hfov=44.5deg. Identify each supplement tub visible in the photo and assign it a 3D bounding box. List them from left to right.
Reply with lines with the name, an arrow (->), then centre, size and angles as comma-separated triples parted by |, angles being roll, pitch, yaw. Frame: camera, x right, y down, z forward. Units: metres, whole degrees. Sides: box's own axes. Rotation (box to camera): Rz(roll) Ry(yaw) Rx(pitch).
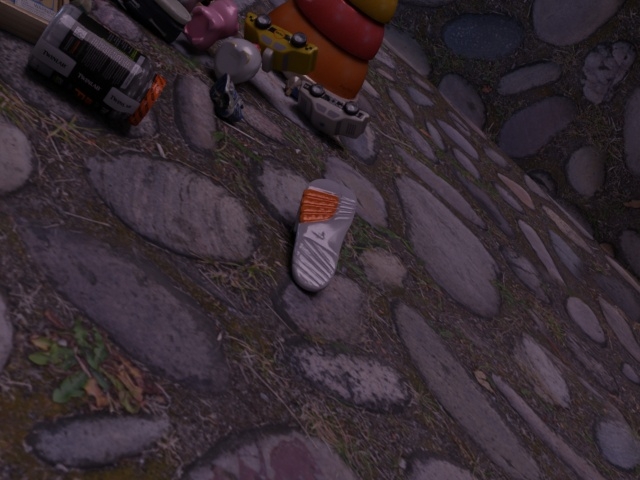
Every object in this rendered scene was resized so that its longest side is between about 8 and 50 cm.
supplement tub -> -0.347, -0.270, 1.229 | 0.190, 0.117, 0.117 | 34, 25, -19

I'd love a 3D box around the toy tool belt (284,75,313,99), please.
toy tool belt -> -0.052, -0.371, 1.962 | 0.083, 0.052, 0.051 | 22, 62, -33

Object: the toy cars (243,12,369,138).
toy cars -> -0.045, -0.364, 1.829 | 0.394, 0.176, 0.087 | 47, 61, -30

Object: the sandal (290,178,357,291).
sandal -> -0.010, -0.004, 1.380 | 0.101, 0.076, 0.265 | 24, 47, -7

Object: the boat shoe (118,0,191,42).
boat shoe -> -0.388, -0.523, 1.641 | 0.254, 0.079, 0.095 | 39, 22, -14

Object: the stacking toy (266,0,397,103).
stacking toy -> 0.090, -0.622, 2.056 | 0.350, 0.480, 0.351 | 35, 24, -19

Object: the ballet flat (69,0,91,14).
ballet flat -> -0.474, -0.487, 1.496 | 0.168, 0.057, 0.052 | 66, 5, 36

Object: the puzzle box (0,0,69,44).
puzzle box -> -0.589, -0.487, 1.230 | 0.408, 0.052, 0.272 | 22, 42, -39

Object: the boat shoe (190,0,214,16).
boat shoe -> -0.286, -0.573, 1.910 | 0.063, 0.059, 0.170 | 39, 24, -9

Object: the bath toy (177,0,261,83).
bath toy -> -0.248, -0.490, 1.734 | 0.348, 0.151, 0.129 | 50, 13, 8

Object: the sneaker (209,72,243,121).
sneaker -> -0.189, -0.289, 1.608 | 0.058, 0.052, 0.135 | 36, 30, -39
